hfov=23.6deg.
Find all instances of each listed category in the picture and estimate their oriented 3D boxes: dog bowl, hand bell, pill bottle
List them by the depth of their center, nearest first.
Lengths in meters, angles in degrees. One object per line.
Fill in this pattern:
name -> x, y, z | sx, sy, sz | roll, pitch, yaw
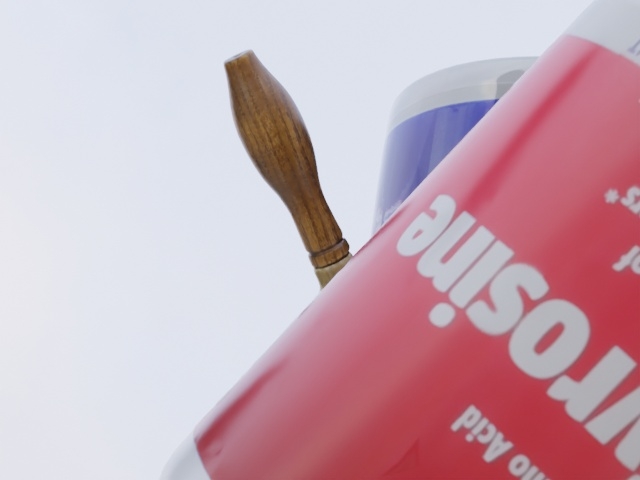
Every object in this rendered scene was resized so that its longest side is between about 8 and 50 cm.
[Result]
pill bottle -> 0.081, 0.101, 0.646 | 0.229, 0.229, 0.408 | 42, -88, -20
hand bell -> 0.000, 0.000, 0.914 | 0.126, 0.126, 0.242 | -20, -75, 25
dog bowl -> 0.166, -0.017, 0.985 | 0.265, 0.104, 0.265 | 10, -16, 3
